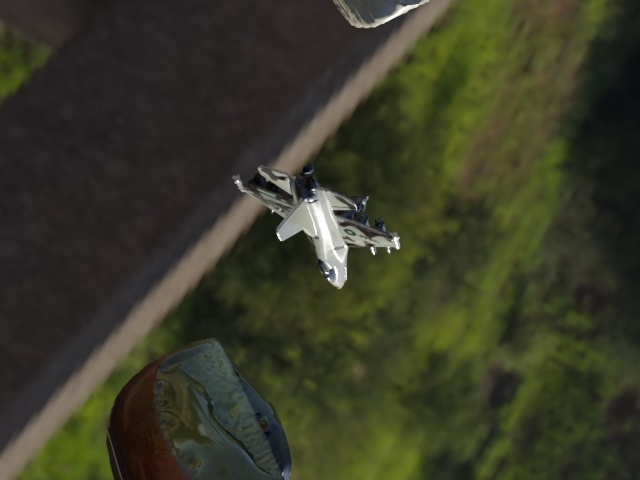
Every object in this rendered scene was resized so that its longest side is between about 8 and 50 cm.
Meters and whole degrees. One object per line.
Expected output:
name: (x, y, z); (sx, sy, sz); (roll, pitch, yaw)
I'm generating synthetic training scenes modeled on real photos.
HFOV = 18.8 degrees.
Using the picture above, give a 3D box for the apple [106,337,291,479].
apple: (-0.129, 0.214, 1.955); (0.174, 0.188, 0.207); (-44, 158, 13)

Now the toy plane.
toy plane: (0.005, -0.016, 1.694); (0.082, 0.160, 0.234); (-68, 163, -7)

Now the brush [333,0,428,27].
brush: (0.011, -0.254, 1.407); (0.174, 0.166, 0.267); (-41, -159, -25)
